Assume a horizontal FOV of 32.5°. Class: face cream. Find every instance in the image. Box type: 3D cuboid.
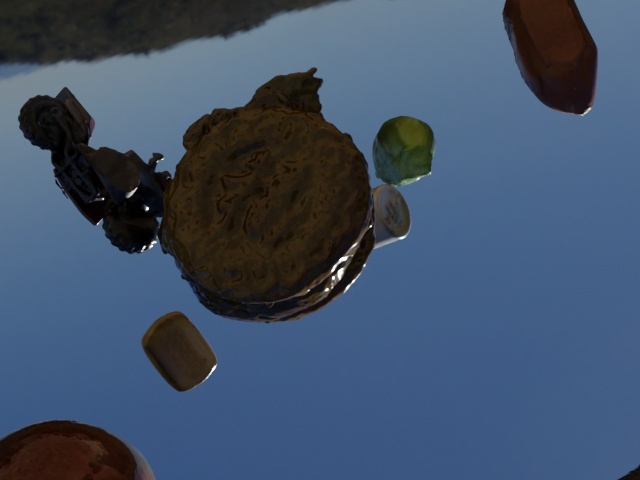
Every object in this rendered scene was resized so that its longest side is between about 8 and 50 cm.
[{"bbox_3d":[0.000,0.000,1.776,0.311,0.092,0.092,-23,-170,37],"label":"face cream"}]

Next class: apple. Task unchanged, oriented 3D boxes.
[{"bbox_3d":[-0.383,0.420,1.543,0.277,0.348,0.348,14,-158,9],"label":"apple"}]

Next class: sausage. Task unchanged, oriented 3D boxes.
[{"bbox_3d":[0.253,-0.219,1.211,0.089,0.179,0.089,-12,148,-8],"label":"sausage"}]

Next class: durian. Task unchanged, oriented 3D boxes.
[{"bbox_3d":[0.159,-0.178,2.180,0.101,0.139,0.250,21,180,-19],"label":"durian"}]

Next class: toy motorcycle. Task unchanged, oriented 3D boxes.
[{"bbox_3d":[-0.243,-0.087,1.250,0.082,0.213,0.122,-37,-176,36],"label":"toy motorcycle"}]

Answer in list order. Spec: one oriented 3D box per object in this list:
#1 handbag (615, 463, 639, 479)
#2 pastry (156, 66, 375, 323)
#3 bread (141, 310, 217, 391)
[{"bbox_3d":[0.450,0.460,1.558,0.223,0.247,0.080,-24,-166,-26],"label":"handbag"},{"bbox_3d":[-0.058,-0.030,1.182,0.240,0.235,0.132,-26,157,3],"label":"pastry"},{"bbox_3d":[-0.202,0.154,1.545,0.082,0.115,0.056,-45,-153,-15],"label":"bread"}]
